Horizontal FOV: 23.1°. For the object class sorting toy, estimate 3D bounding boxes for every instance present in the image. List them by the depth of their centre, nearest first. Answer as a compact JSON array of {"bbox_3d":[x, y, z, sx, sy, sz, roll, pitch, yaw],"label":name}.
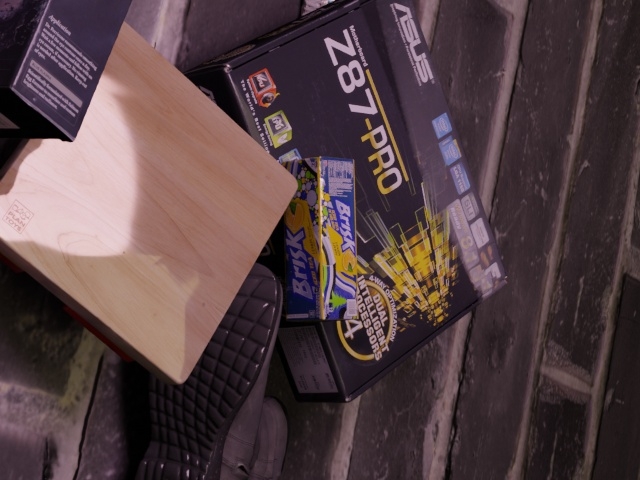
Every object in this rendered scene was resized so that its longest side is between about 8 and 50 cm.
[{"bbox_3d":[-0.187,-0.033,1.521,0.257,0.089,0.255,42,60,-23],"label":"sorting toy"}]

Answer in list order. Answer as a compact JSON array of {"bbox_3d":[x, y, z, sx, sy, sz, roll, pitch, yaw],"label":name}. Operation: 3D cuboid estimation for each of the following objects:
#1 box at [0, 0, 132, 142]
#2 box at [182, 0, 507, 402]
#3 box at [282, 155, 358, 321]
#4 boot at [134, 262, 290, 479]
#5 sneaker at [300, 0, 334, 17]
[{"bbox_3d":[-0.270,-0.177,1.379,0.093,0.156,0.158,43,58,-48],"label":"box"},{"bbox_3d":[0.034,-0.060,1.769,0.318,0.097,0.394,-32,108,-44],"label":"box"},{"bbox_3d":[0.000,0.000,1.622,0.054,0.059,0.168,3,84,-43],"label":"box"},{"bbox_3d":[-0.095,0.179,1.686,0.223,0.118,0.338,4,108,-67],"label":"boot"},{"bbox_3d":[0.001,-0.258,1.855,0.075,0.057,0.161,-26,118,-58],"label":"sneaker"}]
